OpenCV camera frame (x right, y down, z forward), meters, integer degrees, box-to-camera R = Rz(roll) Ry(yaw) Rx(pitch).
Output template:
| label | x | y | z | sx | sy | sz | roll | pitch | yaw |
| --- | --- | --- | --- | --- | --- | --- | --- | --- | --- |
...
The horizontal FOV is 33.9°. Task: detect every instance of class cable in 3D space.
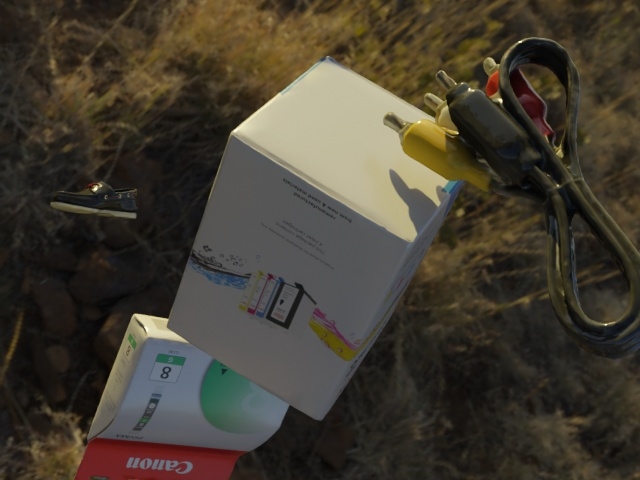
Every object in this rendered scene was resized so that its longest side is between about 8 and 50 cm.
| label | x | y | z | sx | sy | sz | roll | pitch | yaw |
| --- | --- | --- | --- | --- | --- | --- | --- | --- | --- |
| cable | 0.167 | -0.041 | 0.760 | 0.287 | 0.139 | 0.072 | 57 | -3 | 33 |

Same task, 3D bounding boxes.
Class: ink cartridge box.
| label | x | y | z | sx | sy | sz | roll | pitch | yaw |
| --- | --- | --- | --- | --- | --- | --- | --- | --- | --- |
| ink cartridge box | -0.136 | 0.192 | 1.059 | 0.181 | 0.225 | 0.056 | 13 | 17 | -32 |
| ink cartridge box | 0.000 | 0.000 | 0.921 | 0.168 | 0.233 | 0.171 | 31 | 41 | 8 |

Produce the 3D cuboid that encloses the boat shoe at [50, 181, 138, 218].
| label | x | y | z | sx | sy | sz | roll | pitch | yaw |
| --- | --- | --- | --- | --- | --- | --- | --- | --- | --- |
| boat shoe | -0.272 | -0.050 | 1.263 | 0.133 | 0.049 | 0.042 | 3 | 91 | -57 |
